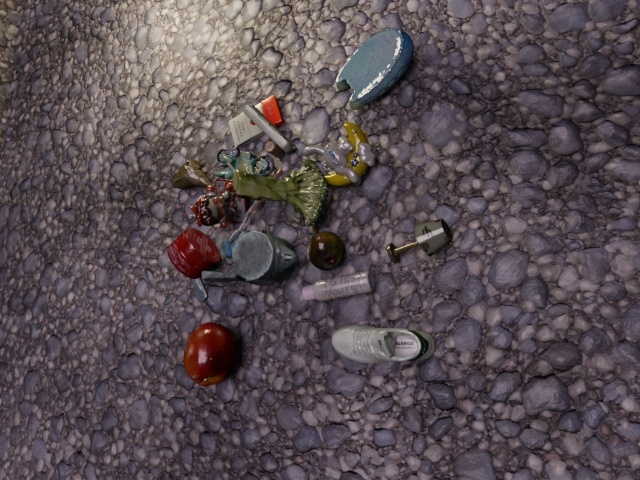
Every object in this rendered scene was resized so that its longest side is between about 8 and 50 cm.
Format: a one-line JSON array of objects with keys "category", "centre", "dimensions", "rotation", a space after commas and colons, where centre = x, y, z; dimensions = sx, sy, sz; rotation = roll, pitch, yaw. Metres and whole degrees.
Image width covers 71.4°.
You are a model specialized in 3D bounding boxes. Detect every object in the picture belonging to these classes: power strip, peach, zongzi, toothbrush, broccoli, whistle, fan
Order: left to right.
[{"category": "zongzi", "centre": [-0.588, -0.246, 2.008], "dimensions": [0.189, 0.081, 0.178], "rotation": [-41, 76, 19]}, {"category": "fan", "centre": [-0.547, 0.132, 1.941], "dimensions": [0.057, 0.023, 0.282], "rotation": [-27, 71, 19]}, {"category": "peach", "centre": [-0.428, 0.438, 1.731], "dimensions": [0.243, 0.199, 0.243], "rotation": [-44, 38, 49]}, {"category": "whistle", "centre": [-0.271, 0.109, 1.739], "dimensions": [0.405, 0.168, 0.188], "rotation": [-35, 67, 20]}, {"category": "toothbrush", "centre": [-0.270, -0.143, 1.834], "dimensions": [0.037, 0.028, 0.375], "rotation": [33, 85, 40]}, {"category": "power strip", "centre": [-0.208, -0.460, 1.841], "dimensions": [0.286, 0.080, 0.048], "rotation": [43, 107, 8]}, {"category": "broccoli", "centre": [-0.152, -0.205, 1.652], "dimensions": [0.221, 0.361, 0.252], "rotation": [-39, 36, 46]}]

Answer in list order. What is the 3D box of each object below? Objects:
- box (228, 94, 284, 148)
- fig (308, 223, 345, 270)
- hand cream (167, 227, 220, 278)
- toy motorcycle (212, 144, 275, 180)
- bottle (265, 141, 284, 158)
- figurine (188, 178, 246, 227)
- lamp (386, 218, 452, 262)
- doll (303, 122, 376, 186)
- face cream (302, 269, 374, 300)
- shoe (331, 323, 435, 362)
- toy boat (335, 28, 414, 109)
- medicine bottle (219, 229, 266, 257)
[{"category": "box", "centre": [-0.281, -0.514, 1.935], "dimensions": [0.245, 0.035, 0.139], "rotation": [-23, 71, 20]}, {"category": "fig", "centre": [0.000, 0.000, 1.672], "dimensions": [0.149, 0.149, 0.245], "rotation": [-41, 42, 12]}, {"category": "hand cream", "centre": [-0.526, 0.055, 1.852], "dimensions": [0.125, 0.193, 0.193], "rotation": [-38, 67, 13]}, {"category": "toy motorcycle", "centre": [-0.329, -0.289, 1.886], "dimensions": [0.296, 0.109, 0.198], "rotation": [21, 99, 25]}, {"category": "bottle", "centre": [-0.185, -0.370, 1.828], "dimensions": [0.045, 0.096, 0.045], "rotation": [-5, 79, 24]}, {"category": "figurine", "centre": [-0.431, -0.132, 1.791], "dimensions": [0.160, 0.226, 0.183], "rotation": [11, 113, 27]}, {"category": "lamp", "centre": [0.331, 0.007, 1.508], "dimensions": [0.214, 0.121, 0.121], "rotation": [-25, 70, 28]}, {"category": "doll", "centre": [0.081, -0.318, 1.688], "dimensions": [0.237, 0.111, 0.252], "rotation": [-40, 77, 22]}, {"category": "face cream", "centre": [0.059, 0.171, 1.620], "dimensions": [0.269, 0.082, 0.082], "rotation": [-13, 75, 22]}, {"category": "shoe", "centre": [0.187, 0.346, 1.484], "dimensions": [0.363, 0.160, 0.132], "rotation": [-3, 77, 24]}, {"category": "toy boat", "centre": [0.218, -0.652, 1.708], "dimensions": [0.330, 0.123, 0.215], "rotation": [-43, 57, 24]}, {"category": "medicine bottle", "centre": [-0.322, 0.006, 1.842], "dimensions": [0.208, 0.053, 0.090], "rotation": [-19, 69, 20]}]
